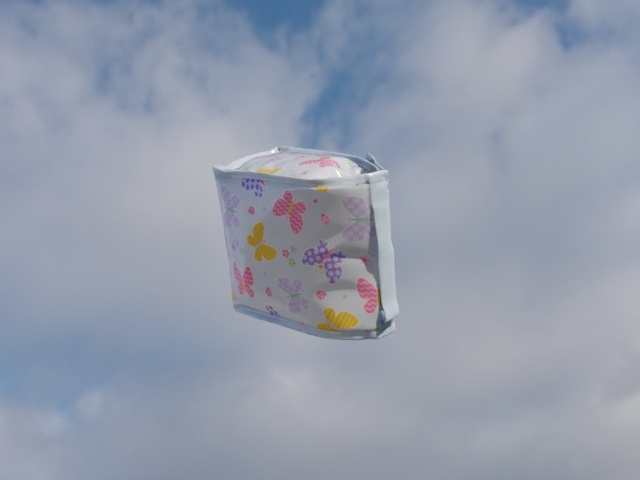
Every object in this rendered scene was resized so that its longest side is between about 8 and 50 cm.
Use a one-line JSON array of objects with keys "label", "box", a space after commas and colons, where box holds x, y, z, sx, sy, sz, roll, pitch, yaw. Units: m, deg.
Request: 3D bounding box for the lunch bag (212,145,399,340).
[{"label": "lunch bag", "box": [0.000, 0.000, 0.369, 0.053, 0.083, 0.071, -21, -69, -38]}]
